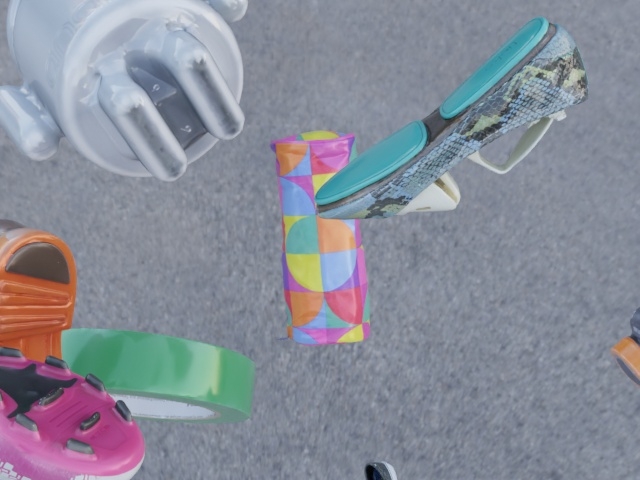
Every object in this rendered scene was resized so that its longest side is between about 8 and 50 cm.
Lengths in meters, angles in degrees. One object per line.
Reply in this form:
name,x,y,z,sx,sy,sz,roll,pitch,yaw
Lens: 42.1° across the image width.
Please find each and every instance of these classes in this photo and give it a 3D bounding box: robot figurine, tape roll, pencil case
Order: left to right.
robot figurine,-0.216,-0.202,0.901,0.300,0.200,0.353,-35,46,-12
tape roll,-0.253,0.196,1.163,0.321,0.321,0.077,5,70,-2
pencil case,0.000,0.000,0.899,0.104,0.104,0.236,-4,101,-8

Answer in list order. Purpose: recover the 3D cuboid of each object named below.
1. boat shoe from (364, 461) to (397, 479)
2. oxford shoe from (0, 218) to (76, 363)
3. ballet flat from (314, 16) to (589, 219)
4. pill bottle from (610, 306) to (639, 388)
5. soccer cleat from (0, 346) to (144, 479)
boat shoe,0.098,0.387,1.208,0.040,0.049,0.142,21,34,-38
oxford shoe,-0.362,0.154,0.925,0.132,0.130,0.364,18,97,39
ballet flat,0.082,-0.055,0.514,0.188,0.070,0.070,-36,58,23
pill bottle,0.533,0.113,1.171,0.245,0.130,0.130,-39,65,2
soccer cleat,-0.316,0.169,0.760,0.331,0.143,0.116,20,23,9
